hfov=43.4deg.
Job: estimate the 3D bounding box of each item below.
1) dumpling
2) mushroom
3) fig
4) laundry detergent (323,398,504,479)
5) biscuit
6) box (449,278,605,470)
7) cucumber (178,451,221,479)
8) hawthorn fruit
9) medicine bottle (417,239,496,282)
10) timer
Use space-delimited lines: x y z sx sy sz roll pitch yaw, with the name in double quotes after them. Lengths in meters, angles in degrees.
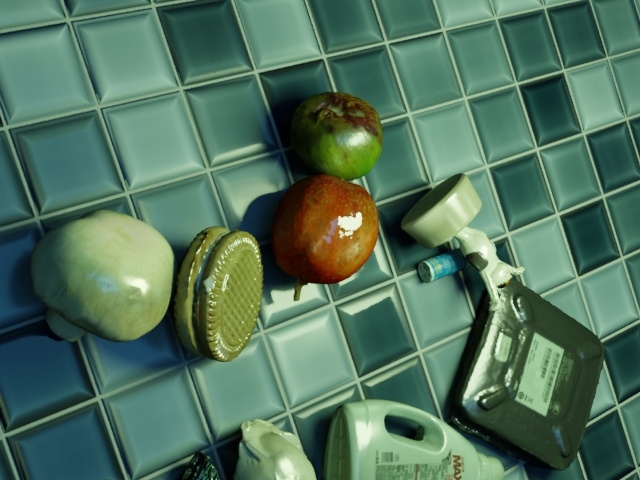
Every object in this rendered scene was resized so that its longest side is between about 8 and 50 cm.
-0.072 0.443 1.496 0.258 0.147 0.193 63 22 6 "dumpling"
-0.371 0.079 1.348 0.260 0.254 0.234 17 118 -40 "mushroom"
0.039 -0.203 1.618 0.181 0.181 0.191 -61 139 -20 "fig"
0.204 0.459 1.643 0.398 0.125 0.263 7 80 -28 "laundry detergent"
-0.177 0.094 1.447 0.079 0.259 0.259 7 77 17 "biscuit"
0.474 0.307 1.819 0.350 0.091 0.359 31 69 -21 "box"
-0.257 0.508 1.424 0.077 0.077 0.265 35 70 -19 "cucumber"
0.000 0.000 1.557 0.205 0.205 0.253 23 79 -23 "hawthorn fruit"
0.303 0.043 1.785 0.191 0.051 0.051 -19 92 -27 "medicine bottle"
0.320 0.009 1.714 0.266 0.175 0.175 48 65 -8 "timer"
